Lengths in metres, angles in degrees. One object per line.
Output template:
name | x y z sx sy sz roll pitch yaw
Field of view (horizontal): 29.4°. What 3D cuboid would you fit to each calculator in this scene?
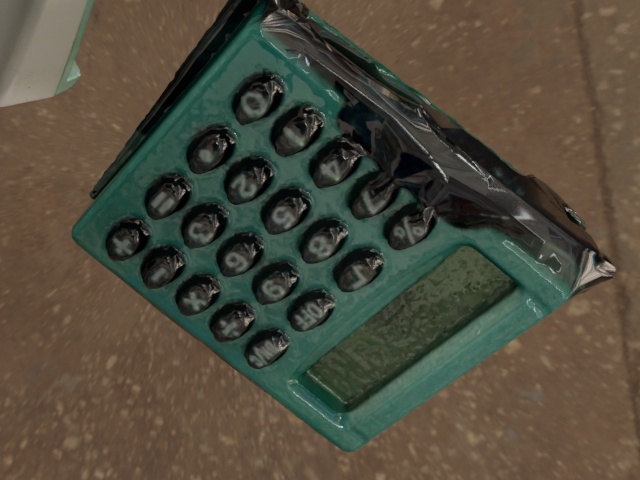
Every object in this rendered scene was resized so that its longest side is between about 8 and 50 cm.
calculator | 0.000 0.000 0.749 0.274 0.058 0.248 39 127 -12

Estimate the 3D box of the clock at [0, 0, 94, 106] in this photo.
clock | -0.287 -0.267 0.994 0.116 0.231 0.262 -26 78 -31
